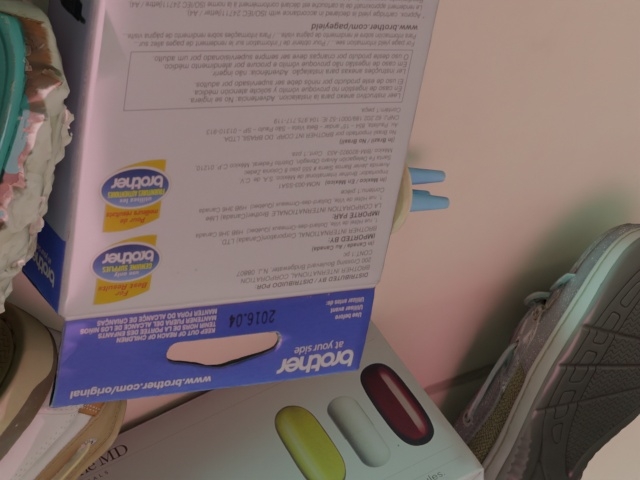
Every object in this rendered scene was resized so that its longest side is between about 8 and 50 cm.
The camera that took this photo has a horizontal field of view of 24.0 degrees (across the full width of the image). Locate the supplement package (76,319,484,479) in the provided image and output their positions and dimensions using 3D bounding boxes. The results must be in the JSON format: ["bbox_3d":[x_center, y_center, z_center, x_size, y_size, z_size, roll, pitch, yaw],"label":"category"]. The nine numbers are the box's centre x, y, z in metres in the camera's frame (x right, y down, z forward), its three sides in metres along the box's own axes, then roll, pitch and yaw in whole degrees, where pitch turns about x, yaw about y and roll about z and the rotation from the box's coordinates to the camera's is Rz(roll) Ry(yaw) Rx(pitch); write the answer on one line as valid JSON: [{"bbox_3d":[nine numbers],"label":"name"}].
[{"bbox_3d":[-0.040,0.208,0.980,0.262,0.145,0.204,-25,140,-16],"label":"supplement package"}]

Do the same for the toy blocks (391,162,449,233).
[{"bbox_3d":[0.000,0.000,0.878,0.148,0.054,0.123,-1,128,-37],"label":"toy blocks"}]

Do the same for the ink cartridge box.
[{"bbox_3d":[-0.039,-0.074,0.719,0.186,0.065,0.311,-5,115,-33],"label":"ink cartridge box"}]

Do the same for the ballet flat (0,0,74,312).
[{"bbox_3d":[-0.235,0.048,0.708,0.147,0.147,0.409,20,112,-46],"label":"ballet flat"}]

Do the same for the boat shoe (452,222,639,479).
[{"bbox_3d":[0.153,0.115,1.082,0.118,0.103,0.320,2,123,-36],"label":"boat shoe"}]

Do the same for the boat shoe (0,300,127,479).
[{"bbox_3d":[-0.226,0.172,0.831,0.302,0.113,0.103,-46,135,9],"label":"boat shoe"}]
